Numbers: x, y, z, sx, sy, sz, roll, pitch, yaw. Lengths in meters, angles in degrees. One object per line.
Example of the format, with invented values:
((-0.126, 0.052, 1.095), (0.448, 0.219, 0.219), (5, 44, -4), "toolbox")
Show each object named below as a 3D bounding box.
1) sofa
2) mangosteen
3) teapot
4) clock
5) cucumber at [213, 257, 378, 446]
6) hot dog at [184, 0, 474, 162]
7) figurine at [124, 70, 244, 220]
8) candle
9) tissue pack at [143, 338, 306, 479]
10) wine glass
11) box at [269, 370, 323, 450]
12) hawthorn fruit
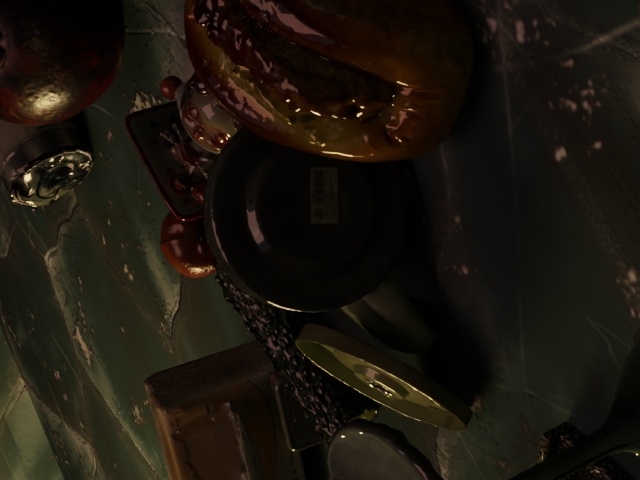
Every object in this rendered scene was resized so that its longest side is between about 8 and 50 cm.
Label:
((0.287, 0.255, 1.250), (0.118, 0.039, 0.060), (42, 143, 39), "sofa")
((-0.458, -0.354, 1.927), (0.306, 0.359, 0.306), (10, 116, 22), "mangosteen")
((0.004, -0.023, 1.432), (0.239, 0.321, 0.240), (-178, 108, -76), "teapot")
((0.076, 0.170, 1.425), (0.235, 0.029, 0.235), (27, 168, 6), "clock")
((-0.055, 0.135, 1.692), (0.359, 0.096, 0.096), (52, 149, 22), "cucumber")
((-0.029, -0.249, 1.250), (0.405, 0.223, 0.185), (54, 153, 26), "hot dog")
((-0.135, -0.169, 1.594), (0.183, 0.160, 0.226), (60, 144, 11), "figurine")
((-0.586, -0.237, 2.298), (0.330, 0.187, 0.187), (58, 151, 20), "candle")
((-0.129, 0.352, 1.844), (0.238, 0.238, 0.306), (24, 129, 53), "tissue pack")
((0.222, 0.155, 0.904), (0.267, 0.406, 0.267), (41, 142, 44), "wine glass")
((-0.027, 0.245, 1.756), (0.062, 0.089, 0.122), (-149, 44, -63), "box")
((-0.199, 0.001, 1.855), (0.128, 0.128, 0.128), (40, 142, 41), "hawthorn fruit")
